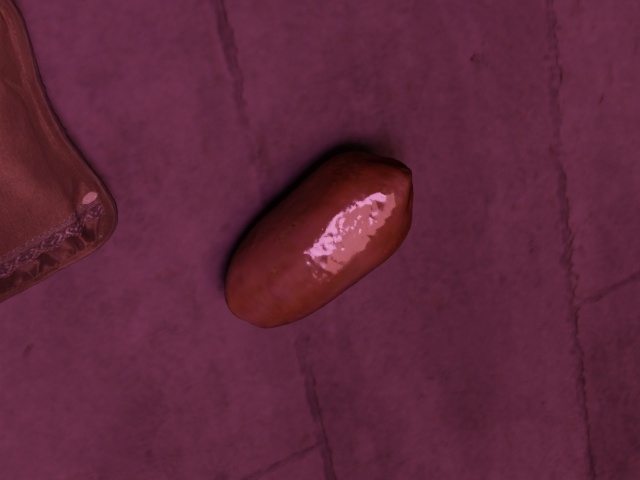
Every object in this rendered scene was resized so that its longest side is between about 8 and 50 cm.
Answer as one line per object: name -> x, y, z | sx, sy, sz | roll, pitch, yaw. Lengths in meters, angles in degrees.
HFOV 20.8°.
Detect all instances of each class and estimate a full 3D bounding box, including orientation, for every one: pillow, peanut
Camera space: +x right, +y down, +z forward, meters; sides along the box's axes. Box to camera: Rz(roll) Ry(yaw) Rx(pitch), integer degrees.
pillow -> -0.201, -0.050, 1.011 | 0.130, 0.033, 0.217 | -27, 133, -10
peanut -> 0.000, 0.000, 1.144 | 0.152, 0.076, 0.076 | -40, 134, 9
